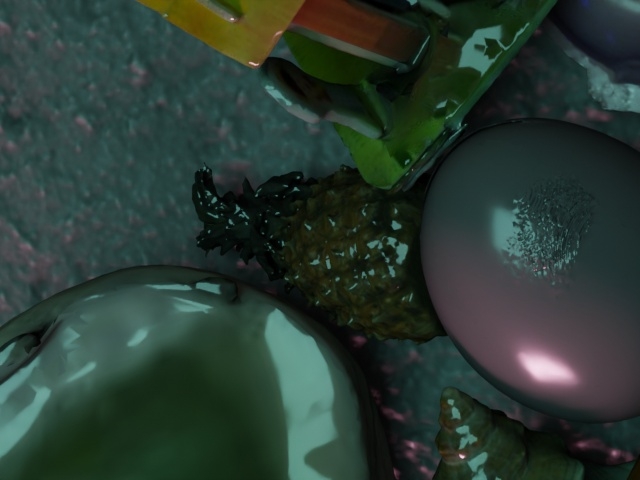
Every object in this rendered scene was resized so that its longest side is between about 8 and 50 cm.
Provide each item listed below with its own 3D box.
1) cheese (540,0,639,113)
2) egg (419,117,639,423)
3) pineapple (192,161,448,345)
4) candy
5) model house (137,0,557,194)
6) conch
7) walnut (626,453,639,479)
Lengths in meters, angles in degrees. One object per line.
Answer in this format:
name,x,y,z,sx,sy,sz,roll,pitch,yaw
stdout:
cheese,0.194,-0.209,0.793,0.188,0.074,0.286,7,95,23
egg,0.132,0.016,0.789,0.146,0.146,0.199,-27,125,25
pineapple,0.000,0.000,0.897,0.197,0.108,0.108,10,100,34
candy,-0.131,0.239,0.886,0.426,0.186,0.386,-28,88,-5
model house,-0.047,-0.262,0.760,0.300,0.323,0.340,-51,47,26
conch,0.127,0.157,0.839,0.137,0.234,0.114,-50,42,4
walnut,0.253,0.144,0.736,0.209,0.209,0.336,16,102,22
